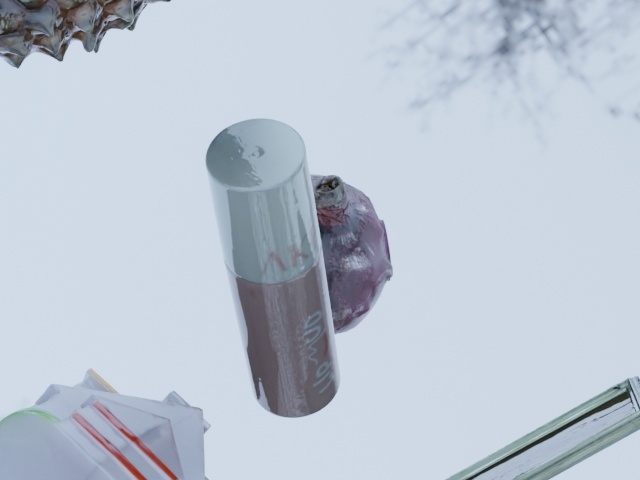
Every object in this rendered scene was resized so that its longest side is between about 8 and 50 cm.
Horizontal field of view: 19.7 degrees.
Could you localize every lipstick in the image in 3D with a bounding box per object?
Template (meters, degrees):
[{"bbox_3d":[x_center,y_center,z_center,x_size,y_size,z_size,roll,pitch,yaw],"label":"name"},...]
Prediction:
[{"bbox_3d":[-0.031,0.025,1.316,0.254,0.070,0.070,81,179,-48],"label":"lipstick"}]

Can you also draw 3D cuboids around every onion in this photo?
[{"bbox_3d":[0.015,0.001,1.873,0.135,0.198,0.173,3,-120,-18],"label":"onion"}]

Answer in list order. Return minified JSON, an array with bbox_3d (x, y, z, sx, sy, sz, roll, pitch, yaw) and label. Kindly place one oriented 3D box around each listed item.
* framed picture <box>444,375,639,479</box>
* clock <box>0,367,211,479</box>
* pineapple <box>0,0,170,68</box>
[{"bbox_3d":[0.154,0.182,1.477,0.014,0.252,0.197,60,-173,0],"label":"framed picture"},{"bbox_3d":[-0.176,0.214,1.356,0.166,0.235,0.309,43,-165,5],"label":"clock"},{"bbox_3d":[-0.240,-0.165,1.142,0.361,0.175,0.175,-29,-97,-30],"label":"pineapple"}]
